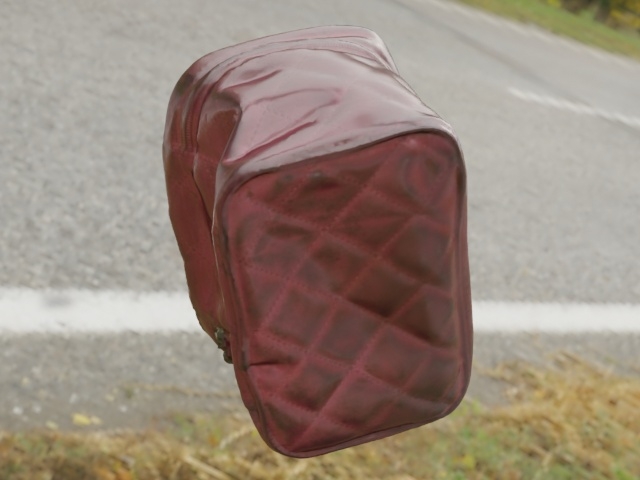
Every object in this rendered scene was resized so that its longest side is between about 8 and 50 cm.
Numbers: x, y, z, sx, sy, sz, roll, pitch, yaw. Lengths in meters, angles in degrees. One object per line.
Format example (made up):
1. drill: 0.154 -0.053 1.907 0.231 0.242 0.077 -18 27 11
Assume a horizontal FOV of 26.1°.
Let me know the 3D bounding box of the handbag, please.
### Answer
1. handbag: 0.000 0.000 0.761 0.146 0.225 0.135 -17 39 -12
